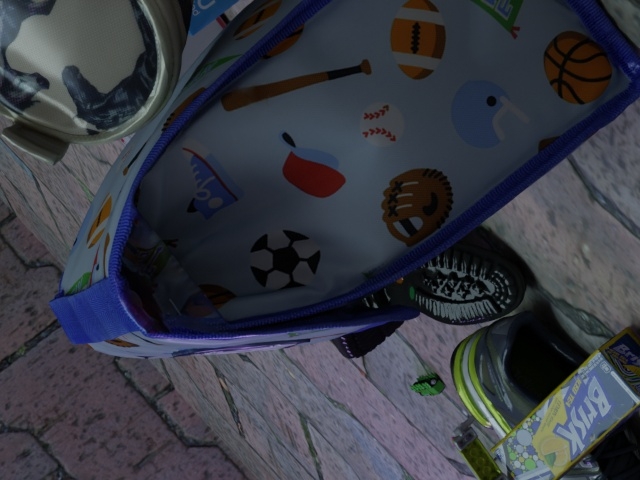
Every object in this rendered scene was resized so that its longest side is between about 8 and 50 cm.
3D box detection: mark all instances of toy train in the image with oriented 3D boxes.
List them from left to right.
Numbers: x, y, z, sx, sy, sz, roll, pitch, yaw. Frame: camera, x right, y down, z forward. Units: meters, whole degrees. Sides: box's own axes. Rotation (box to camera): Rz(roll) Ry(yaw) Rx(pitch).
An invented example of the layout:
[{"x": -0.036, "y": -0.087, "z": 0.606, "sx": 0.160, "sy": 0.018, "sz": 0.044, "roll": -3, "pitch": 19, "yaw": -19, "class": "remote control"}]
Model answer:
[{"x": 0.124, "y": 0.169, "z": 2.297, "sx": 0.024, "sy": 0.017, "sz": 0.083, "roll": 42, "pitch": 167, "yaw": -4, "class": "toy train"}]

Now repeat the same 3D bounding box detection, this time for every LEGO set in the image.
[{"x": 0.226, "y": 0.226, "z": 1.921, "sx": 0.287, "sy": 0.107, "sz": 0.132, "roll": 50, "pitch": 166, "yaw": 10, "class": "LEGO set"}]

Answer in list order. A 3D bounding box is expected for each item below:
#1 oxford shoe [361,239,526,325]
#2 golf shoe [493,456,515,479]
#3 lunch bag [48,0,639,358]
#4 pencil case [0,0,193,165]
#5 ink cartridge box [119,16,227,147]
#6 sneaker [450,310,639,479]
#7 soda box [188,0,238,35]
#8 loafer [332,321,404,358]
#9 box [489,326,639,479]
[{"x": 0.113, "y": 0.025, "z": 1.861, "sx": 0.227, "sy": 0.096, "sz": 0.082, "roll": 8, "pitch": 110, "yaw": 47, "class": "oxford shoe"}, {"x": 0.227, "y": 0.297, "z": 2.080, "sx": 0.105, "sy": 0.120, "sz": 0.273, "roll": 56, "pitch": 167, "yaw": -21, "class": "golf shoe"}, {"x": -0.009, "y": -0.050, "z": 1.409, "sx": 0.239, "sy": 0.385, "sz": 0.328, "roll": 54, "pitch": 165, "yaw": -5, "class": "lunch bag"}, {"x": -0.146, "y": -0.231, "z": 1.439, "sx": 0.160, "sy": 0.410, "sz": 0.183, "roll": 12, "pitch": 128, "yaw": 1, "class": "pencil case"}, {"x": -0.190, "y": -0.203, "z": 2.159, "sx": 0.207, "sy": 0.117, "sz": 0.283, "roll": 52, "pitch": 166, "yaw": -1, "class": "ink cartridge box"}, {"x": 0.239, "y": 0.186, "z": 1.795, "sx": 0.300, "sy": 0.111, "sz": 0.121, "roll": 46, "pitch": 158, "yaw": 9, "class": "sneaker"}, {"x": -0.158, "y": -0.303, "z": 1.900, "sx": 0.067, "sy": 0.071, "sz": 0.210, "roll": 30, "pitch": 154, "yaw": 55, "class": "soda box"}, {"x": 0.000, "y": 0.000, "z": 2.023, "sx": 0.130, "sy": 0.134, "sz": 0.366, "roll": 45, "pitch": 164, "yaw": 25, "class": "loafer"}, {"x": 0.220, "y": 0.148, "z": 1.691, "sx": 0.059, "sy": 0.054, "sz": 0.169, "roll": 49, "pitch": 134, "yaw": 11, "class": "box"}]
